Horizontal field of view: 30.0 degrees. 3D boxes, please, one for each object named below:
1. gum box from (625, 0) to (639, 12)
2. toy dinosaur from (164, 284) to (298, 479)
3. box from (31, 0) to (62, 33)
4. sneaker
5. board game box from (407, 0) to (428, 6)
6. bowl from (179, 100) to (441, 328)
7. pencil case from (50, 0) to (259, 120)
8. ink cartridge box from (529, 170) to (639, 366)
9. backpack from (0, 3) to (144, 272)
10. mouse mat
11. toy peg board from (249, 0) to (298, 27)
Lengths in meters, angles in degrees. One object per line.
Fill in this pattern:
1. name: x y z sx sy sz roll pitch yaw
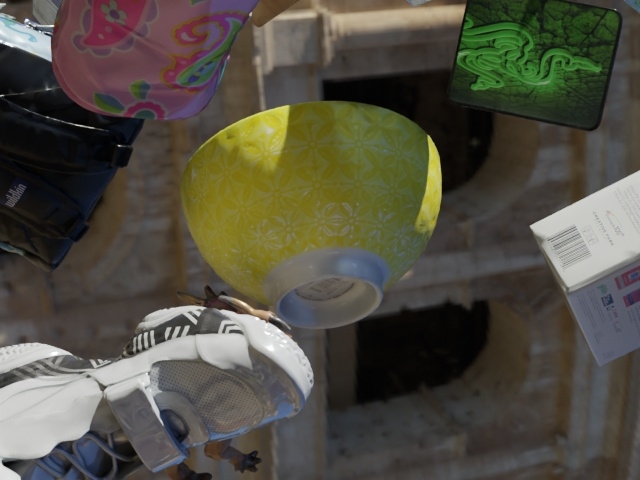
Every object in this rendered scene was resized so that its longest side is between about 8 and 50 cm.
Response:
1. gum box: 0.367 -0.349 1.523 0.041 0.184 0.157 -51 -170 18
2. toy dinosaur: -0.147 0.153 1.235 0.200 0.295 0.127 58 9 -37
3. box: -0.349 -0.270 1.588 0.136 0.036 0.225 47 -46 43
4. sneaker: -0.186 0.183 1.014 0.137 0.365 0.210 62 30 -33
5. board game box: 0.116 -0.328 1.226 0.211 0.160 0.039 -9 -130 55
6. bowl: 0.000 0.000 1.270 0.289 0.289 0.156 112 -26 -55
7. pencil case: -0.068 -0.188 0.687 0.284 0.124 0.124 -54 -134 47
8. ink cartridge box: 0.491 0.031 1.796 0.309 0.272 0.130 51 14 -57
9. backpack: -0.435 -0.158 1.422 0.290 0.355 0.273 -58 -136 20
10. mouse mat: 0.259 -0.222 1.442 0.007 0.189 0.153 17 85 -82
11. toy peg board: -0.107 -0.493 2.150 0.160 0.161 0.079 -29 -134 29
